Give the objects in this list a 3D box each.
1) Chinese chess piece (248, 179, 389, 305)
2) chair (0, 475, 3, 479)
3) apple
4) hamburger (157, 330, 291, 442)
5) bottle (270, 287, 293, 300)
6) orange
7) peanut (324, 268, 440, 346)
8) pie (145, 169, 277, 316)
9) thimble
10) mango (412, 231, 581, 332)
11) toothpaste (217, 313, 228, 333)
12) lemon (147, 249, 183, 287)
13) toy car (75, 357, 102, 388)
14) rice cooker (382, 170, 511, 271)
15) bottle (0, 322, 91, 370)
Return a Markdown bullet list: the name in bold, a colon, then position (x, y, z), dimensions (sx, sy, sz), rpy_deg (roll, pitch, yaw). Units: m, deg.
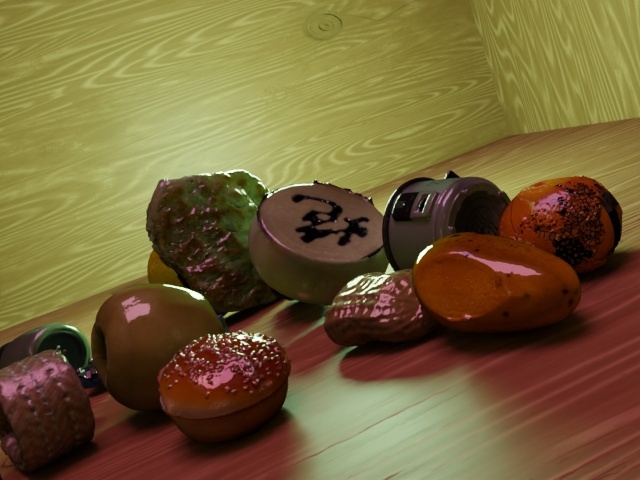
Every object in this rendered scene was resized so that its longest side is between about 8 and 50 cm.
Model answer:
- **Chinese chess piece**: position (0.000, 0.000, 1.680), dimensions (0.349, 0.146, 0.349), rpy_deg (7, 36, -5)
- **chair**: position (-0.555, 0.424, 0.975), dimensions (0.113, 0.106, 0.229), rpy_deg (-15, 8, 12)
- **apple**: position (-0.319, 0.202, 1.349), dimensions (0.262, 0.262, 0.262), rpy_deg (-19, 9, 3)
- **hamburger**: position (-0.156, 0.234, 1.131), dimensions (0.236, 0.147, 0.237), rpy_deg (-18, 12, 4)
- **bottle**: position (-0.040, 0.080, 1.813), dimensions (0.156, 0.143, 0.271), rpy_deg (-43, -3, 23)
- **orange**: position (0.451, -0.026, 1.312), dimensions (0.234, 0.182, 0.234), rpy_deg (-25, 13, 6)
- **peanut**: position (0.122, 0.127, 1.294), dimensions (0.233, 0.110, 0.197), rpy_deg (-11, 23, 40)
- **pie**: position (-0.260, -0.005, 1.901), dimensions (0.395, 0.418, 0.180), rpy_deg (-24, 5, -35)
- **thimble**: position (-0.519, 0.315, 1.281), dimensions (0.148, 0.196, 0.229), rpy_deg (-22, -21, -34)
- **mango**: position (0.290, 0.070, 1.125), dimensions (0.191, 0.160, 0.290), rpy_deg (-1, 5, -42)
- **toothpaste**: position (-0.284, 0.243, 1.634), dimensions (0.065, 0.050, 0.267), rpy_deg (-17, 9, 10)
- **lemon**: position (-0.385, 0.084, 2.097), dimensions (0.293, 0.293, 0.293), rpy_deg (-19, 9, 3)
- **toy car**: position (-0.524, 0.312, 1.692), dimensions (0.103, 0.063, 0.216), rpy_deg (-20, 3, -4)
- **rice cooker**: position (0.261, -0.018, 1.458), dimensions (0.227, 0.241, 0.281), rpy_deg (1, 66, 55)
- **bottle**: position (-0.758, 0.319, 1.843), dimensions (0.347, 0.168, 0.168), rpy_deg (-17, 8, 45)
